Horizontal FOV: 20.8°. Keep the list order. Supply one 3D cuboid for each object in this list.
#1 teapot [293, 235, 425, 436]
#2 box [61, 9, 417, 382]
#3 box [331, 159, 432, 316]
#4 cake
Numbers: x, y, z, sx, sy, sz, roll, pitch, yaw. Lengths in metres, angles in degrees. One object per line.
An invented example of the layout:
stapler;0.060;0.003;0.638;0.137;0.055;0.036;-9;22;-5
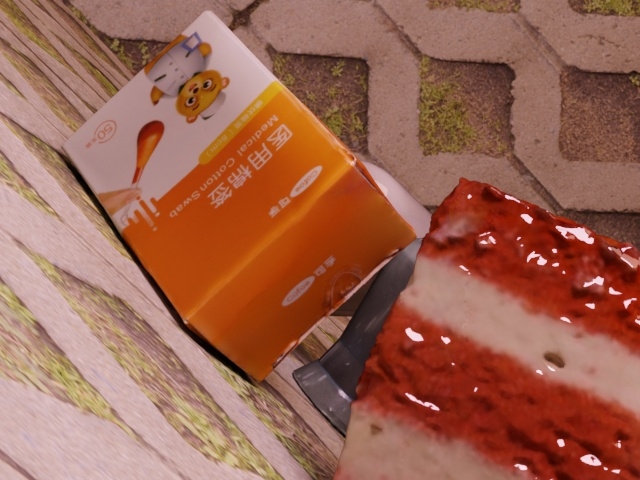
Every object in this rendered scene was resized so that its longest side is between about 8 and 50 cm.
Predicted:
teapot;0.095;0.126;1.959;0.171;0.225;0.203;42;6;-27
box;-0.087;-0.049;1.757;0.143;0.225;0.341;45;3;-43
box;0.000;-0.001;2.137;0.288;0.141;0.349;-1;-17;22
cake;0.175;0.146;1.568;0.269;0.319;0.270;25;-5;8
